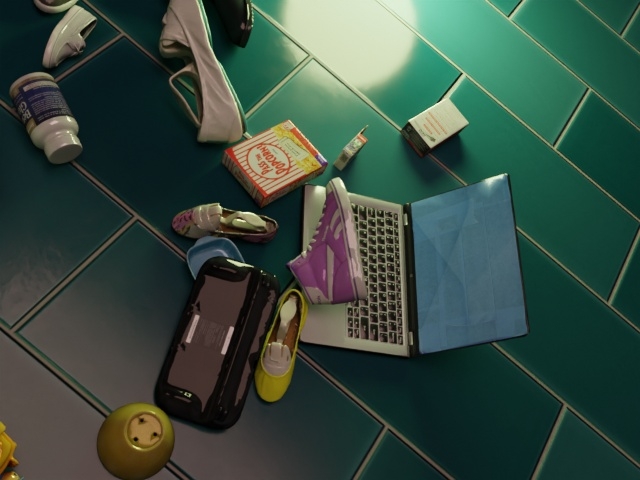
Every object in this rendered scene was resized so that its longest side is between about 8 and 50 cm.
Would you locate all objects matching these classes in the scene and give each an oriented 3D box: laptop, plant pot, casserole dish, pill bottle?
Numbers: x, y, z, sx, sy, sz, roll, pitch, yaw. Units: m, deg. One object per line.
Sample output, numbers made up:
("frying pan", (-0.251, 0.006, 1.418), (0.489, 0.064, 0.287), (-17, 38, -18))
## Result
("laptop", (0.183, 0.031, 1.477), (0.407, 0.236, 0.382), (11, 60, -18))
("plant pot", (-0.309, 0.335, 1.190), (0.134, 0.095, 0.134), (10, 61, -19))
("casserole dish", (-0.200, 0.080, 1.403), (0.114, 0.037, 0.188), (-21, 74, -30))
("pill bottle", (-0.542, -0.241, 1.381), (0.094, 0.094, 0.169), (-23, 75, -31))

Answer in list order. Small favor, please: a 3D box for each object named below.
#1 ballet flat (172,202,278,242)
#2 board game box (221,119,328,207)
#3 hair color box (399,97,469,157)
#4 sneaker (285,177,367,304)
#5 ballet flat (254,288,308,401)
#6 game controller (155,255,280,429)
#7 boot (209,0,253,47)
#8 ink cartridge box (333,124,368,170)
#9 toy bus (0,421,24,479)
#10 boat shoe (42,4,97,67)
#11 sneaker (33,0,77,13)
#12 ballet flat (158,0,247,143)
("ballet flat", (-0.192, -0.040, 1.442), (0.221, 0.079, 0.077), (7, 63, -20))
("board game box", (-0.102, -0.175, 1.562), (0.193, 0.045, 0.147), (-33, 74, -33))
("hair color box", (0.297, -0.294, 1.801), (0.167, 0.053, 0.093), (-33, 82, -34))
("sneaker", (0.000, 0.000, 1.454), (0.161, 0.102, 0.282), (-10, 62, 6))
("ballet flat", (-0.078, 0.198, 1.364), (0.077, 0.077, 0.231), (14, 62, 4))
("game controller", (-0.191, 0.188, 1.316), (0.166, 0.067, 0.319), (17, 70, 1))
("boot", (-0.275, -0.580, 1.671), (0.207, 0.094, 0.247), (4, 61, -22))
("ink cartridge box", (0.082, -0.222, 1.663), (0.029, 0.063, 0.115), (42, 56, 2))
("toy bus", (-0.516, 0.407, 1.045), (0.211, 0.149, 0.220), (45, 53, -13))
("boat shoe", (-0.541, -0.434, 1.505), (0.063, 0.066, 0.184), (23, 48, -11))
("sneaker", (-0.557, -0.647, 1.551), (0.104, 0.147, 0.296), (25, 59, -12))
("ballet flat", (-0.285, -0.398, 1.539), (0.139, 0.139, 0.400), (-18, 84, -30))
